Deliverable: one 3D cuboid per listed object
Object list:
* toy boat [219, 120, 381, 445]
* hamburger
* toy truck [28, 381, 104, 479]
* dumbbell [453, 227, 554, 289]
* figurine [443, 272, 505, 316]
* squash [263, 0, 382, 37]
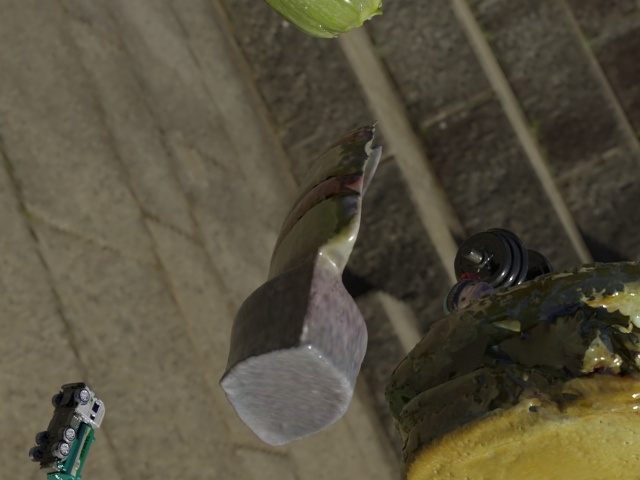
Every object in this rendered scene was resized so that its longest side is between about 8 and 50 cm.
[{"bbox_3d":[-0.004,0.021,1.226,0.276,0.111,0.294,108,-5,-79],"label":"toy boat"},{"bbox_3d":[0.131,0.100,0.839,0.189,0.215,0.122,30,41,-38],"label":"hamburger"},{"bbox_3d":[-0.212,0.165,1.256,0.044,0.039,0.083,45,46,-33],"label":"toy truck"},{"bbox_3d":[0.232,0.044,1.851,0.208,0.099,0.099,29,34,-51],"label":"dumbbell"},{"bbox_3d":[0.165,0.060,1.389,0.060,0.106,0.047,-56,133,-26],"label":"figurine"},{"bbox_3d":[-0.059,-0.201,0.831,0.239,0.069,0.069,40,16,-7],"label":"squash"}]
